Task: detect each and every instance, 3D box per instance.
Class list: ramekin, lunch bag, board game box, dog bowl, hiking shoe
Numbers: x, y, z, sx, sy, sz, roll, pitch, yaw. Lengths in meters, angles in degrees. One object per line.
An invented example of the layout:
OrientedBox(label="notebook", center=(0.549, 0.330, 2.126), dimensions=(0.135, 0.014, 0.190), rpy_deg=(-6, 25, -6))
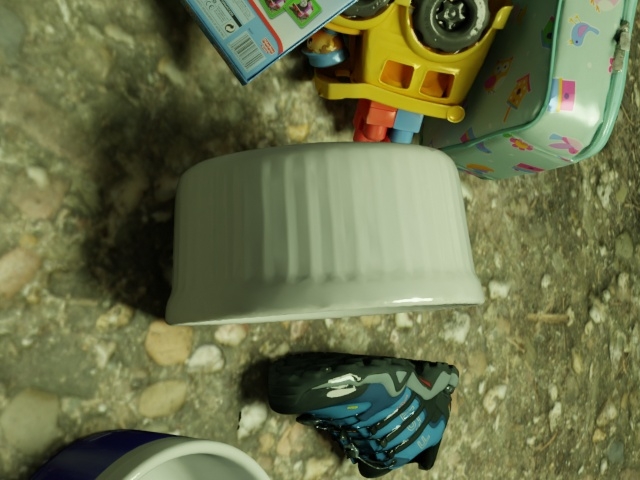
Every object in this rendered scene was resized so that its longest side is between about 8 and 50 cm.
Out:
OrientedBox(label="ramekin", center=(0.000, 0.000, 0.919), dimensions=(0.277, 0.277, 0.135), rpy_deg=(2, 82, -51))
OrientedBox(label="lunch bag", center=(0.217, -0.187, 1.105), dimensions=(0.107, 0.279, 0.224), rpy_deg=(18, 79, -20))
OrientedBox(label="board game box", center=(-0.031, -0.264, 0.927), dimensions=(0.211, 0.039, 0.160), rpy_deg=(-38, 99, -6))
OrientedBox(label="dog bowl", center=(-0.146, 0.293, 0.870), dimensions=(0.264, 0.104, 0.265), rpy_deg=(-1, 91, -51))
OrientedBox(label="hiking shoe", center=(0.056, 0.188, 1.109), dimensions=(0.304, 0.113, 0.132), rpy_deg=(12, 81, -51))

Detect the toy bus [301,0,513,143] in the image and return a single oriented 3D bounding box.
OrientedBox(label="toy bus", center=(0.056, -0.195, 1.074), dimensions=(0.220, 0.149, 0.212), rpy_deg=(12, 113, -14))
